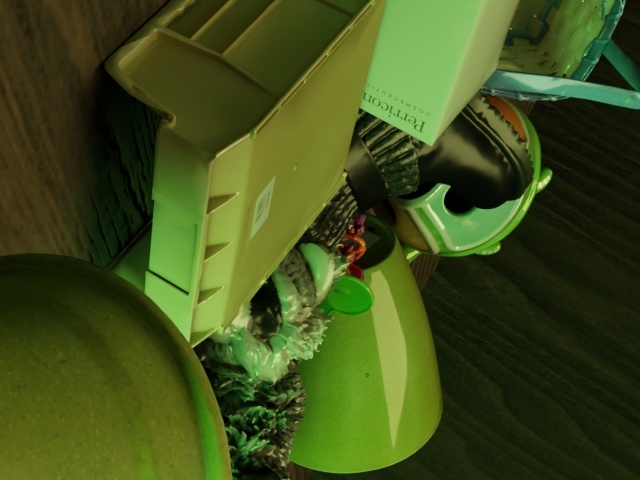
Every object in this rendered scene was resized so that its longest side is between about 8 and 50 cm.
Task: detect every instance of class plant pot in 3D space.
[{"bbox_3d":[0.032,0.115,1.679,0.275,0.275,0.293,-50,148,-43],"label":"plant pot"},{"bbox_3d":[-0.225,0.134,0.616,0.276,0.276,0.254,-63,156,7],"label":"plant pot"}]

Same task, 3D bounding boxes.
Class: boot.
[{"bbox_3d":[0.078,-0.070,1.385,0.260,0.131,0.348,-52,136,-5],"label":"boot"}]

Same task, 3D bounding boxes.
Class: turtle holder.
[{"bbox_3d":[0.156,-0.090,1.803,0.320,0.243,0.227,-24,166,25],"label":"turtle holder"}]

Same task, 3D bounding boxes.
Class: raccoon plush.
[{"bbox_3d":[-0.103,0.165,1.295,0.446,0.216,0.299,107,5,-65],"label":"raccoon plush"}]

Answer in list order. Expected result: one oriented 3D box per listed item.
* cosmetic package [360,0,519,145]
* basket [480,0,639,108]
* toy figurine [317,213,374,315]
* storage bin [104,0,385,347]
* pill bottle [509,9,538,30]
[{"bbox_3d":[0.090,-0.286,1.044,0.155,0.197,0.365,-51,163,-41],"label":"cosmetic package"},{"bbox_3d":[0.258,-0.265,1.557,0.289,0.255,0.201,-108,-147,-45],"label":"basket"},{"bbox_3d":[0.000,0.000,1.476,0.130,0.173,0.159,78,25,-46],"label":"toy figurine"},{"bbox_3d":[-0.069,-0.085,1.018,0.260,0.123,0.262,-52,165,-37],"label":"storage bin"},{"bbox_3d":[0.275,-0.395,1.759,0.121,0.121,0.221,-56,167,-25],"label":"pill bottle"}]
